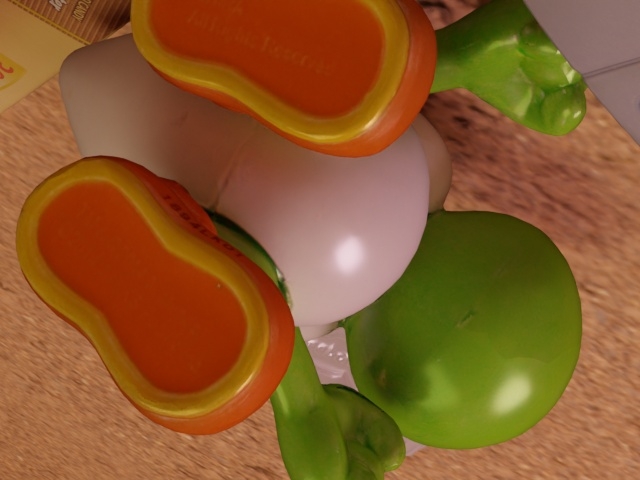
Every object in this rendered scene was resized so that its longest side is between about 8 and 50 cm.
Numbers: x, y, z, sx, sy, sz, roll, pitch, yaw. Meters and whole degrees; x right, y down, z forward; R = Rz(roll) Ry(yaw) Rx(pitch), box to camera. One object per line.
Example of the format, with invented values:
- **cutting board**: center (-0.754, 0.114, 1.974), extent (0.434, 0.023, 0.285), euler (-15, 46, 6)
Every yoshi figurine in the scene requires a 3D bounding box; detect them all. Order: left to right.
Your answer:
- **yoshi figurine**: center (0.027, 0.007, 0.765), extent (0.204, 0.203, 0.362), euler (-14, 172, 11)

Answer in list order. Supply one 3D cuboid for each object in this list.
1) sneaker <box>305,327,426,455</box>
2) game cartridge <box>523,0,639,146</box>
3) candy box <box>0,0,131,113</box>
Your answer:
- **sneaker**: center (0.012, 0.045, 1.045), extent (0.235, 0.090, 0.095), euler (38, -166, -48)
- **game cartridge**: center (0.211, -0.036, 0.653), extent (0.297, 0.062, 0.198), euler (39, 152, -20)
- **candy box**: center (-0.144, -0.162, 0.771), extent (0.183, 0.087, 0.316), euler (37, 156, -17)
